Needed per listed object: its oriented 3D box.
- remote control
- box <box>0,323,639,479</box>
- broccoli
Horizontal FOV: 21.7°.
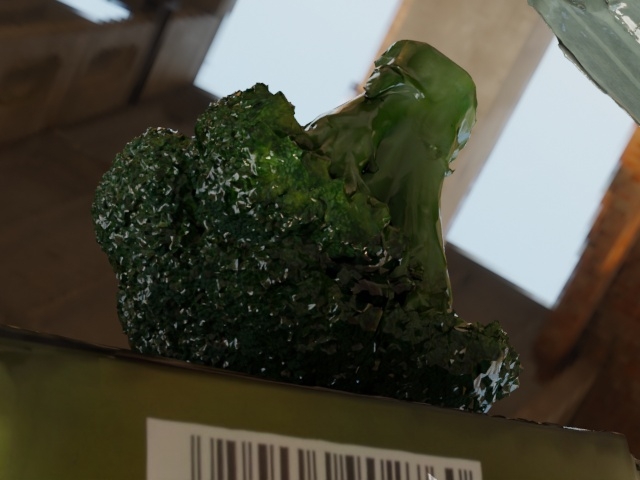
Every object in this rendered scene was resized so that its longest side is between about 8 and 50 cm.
[{"bbox_3d":[0.227,-0.096,1.060,0.247,0.052,0.104,44,168,-15],"label":"remote control"},{"bbox_3d":[-0.099,0.181,0.876,0.373,0.420,0.138,13,-113,-27],"label":"box"},{"bbox_3d":[0.000,0.000,0.973,0.254,0.269,0.269,48,-169,-24],"label":"broccoli"}]
